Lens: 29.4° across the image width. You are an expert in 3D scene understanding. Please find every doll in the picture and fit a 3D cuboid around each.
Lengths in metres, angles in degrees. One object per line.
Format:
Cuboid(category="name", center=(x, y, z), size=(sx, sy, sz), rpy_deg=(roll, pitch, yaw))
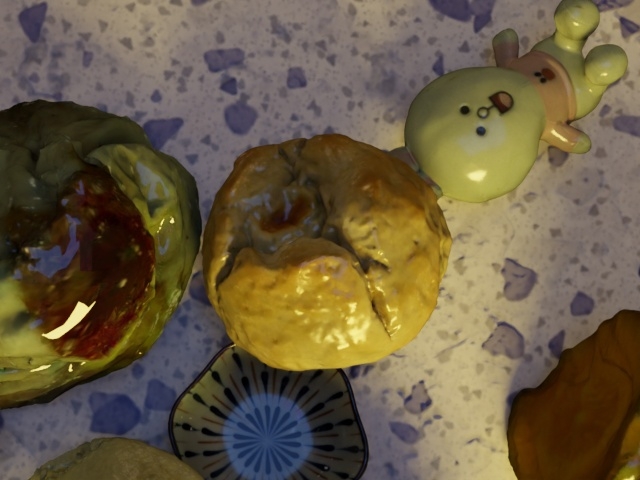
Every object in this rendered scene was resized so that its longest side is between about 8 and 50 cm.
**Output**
Cuboid(category="doll", center=(0.185, -0.123, 1.230), size=(0.275, 0.113, 0.155), rpy_deg=(-37, 79, -5))

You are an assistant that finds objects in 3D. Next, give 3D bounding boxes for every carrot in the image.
Cuboid(category="carrot", center=(0.364, 0.200, 1.133), size=(0.340, 0.241, 0.242), rpy_deg=(15, 79, -3))

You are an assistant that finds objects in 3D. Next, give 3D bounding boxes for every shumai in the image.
Cuboid(category="shumai", center=(-0.258, -0.003, 1.062), size=(0.304, 0.263, 0.309), rpy_deg=(29, 79, -8))

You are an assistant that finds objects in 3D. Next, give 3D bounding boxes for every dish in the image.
Cuboid(category="dish", center=(-0.050, 0.188, 1.162), size=(0.190, 0.066, 0.191), rpy_deg=(1, 80, -5))

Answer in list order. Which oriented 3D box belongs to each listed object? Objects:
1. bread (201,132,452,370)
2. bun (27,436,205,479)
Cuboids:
Cuboid(category="bread", center=(0.000, 0.000, 1.122), size=(0.244, 0.134, 0.244), rpy_deg=(-7, 54, 10))
Cuboid(category="bun", center=(-0.189, 0.290, 1.071), size=(0.220, 0.134, 0.220), rpy_deg=(2, 99, 10))
